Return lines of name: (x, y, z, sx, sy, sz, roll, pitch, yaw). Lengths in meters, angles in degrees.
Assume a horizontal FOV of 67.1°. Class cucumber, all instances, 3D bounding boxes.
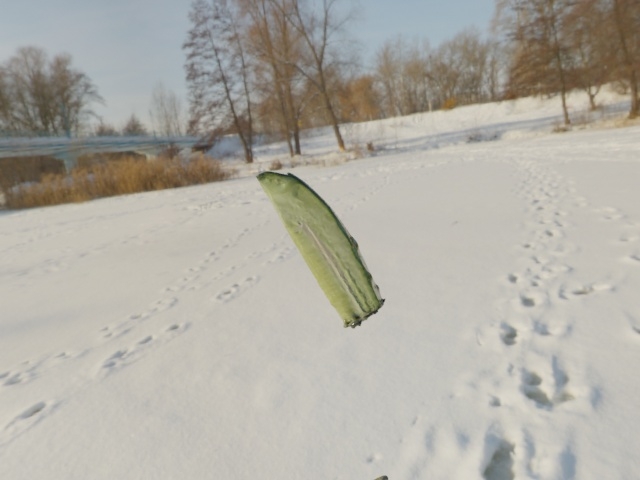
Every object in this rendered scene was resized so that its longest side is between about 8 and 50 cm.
cucumber: (0.001, -0.001, 0.911, 0.105, 0.325, 0.145, -33, 4, 0)

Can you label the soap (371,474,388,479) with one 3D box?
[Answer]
soap: (0.106, 0.787, 1.393, 0.233, 0.135, 0.076, -30, -27, 17)
